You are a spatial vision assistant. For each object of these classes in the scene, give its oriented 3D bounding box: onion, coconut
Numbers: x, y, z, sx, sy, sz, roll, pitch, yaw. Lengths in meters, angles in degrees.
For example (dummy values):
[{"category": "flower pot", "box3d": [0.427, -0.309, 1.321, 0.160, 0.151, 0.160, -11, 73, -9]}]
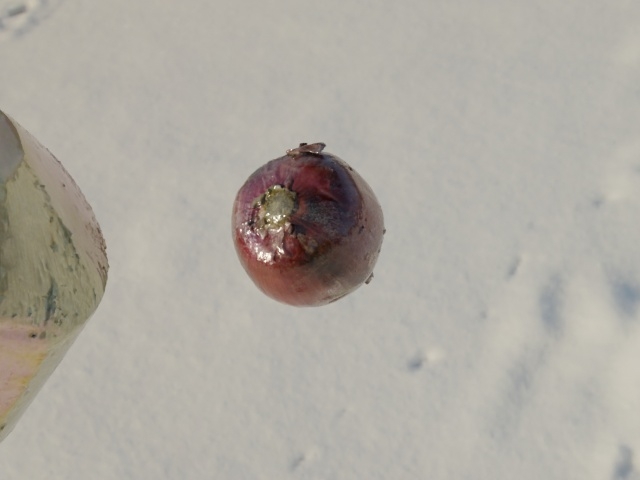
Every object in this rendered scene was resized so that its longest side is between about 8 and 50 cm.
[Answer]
[{"category": "onion", "box3d": [0.000, 0.000, 1.239, 0.159, 0.195, 0.160, -12, 62, 24]}, {"category": "coconut", "box3d": [-0.259, 0.012, 0.766, 0.233, 0.245, 0.233, 21, 38, -17]}]
